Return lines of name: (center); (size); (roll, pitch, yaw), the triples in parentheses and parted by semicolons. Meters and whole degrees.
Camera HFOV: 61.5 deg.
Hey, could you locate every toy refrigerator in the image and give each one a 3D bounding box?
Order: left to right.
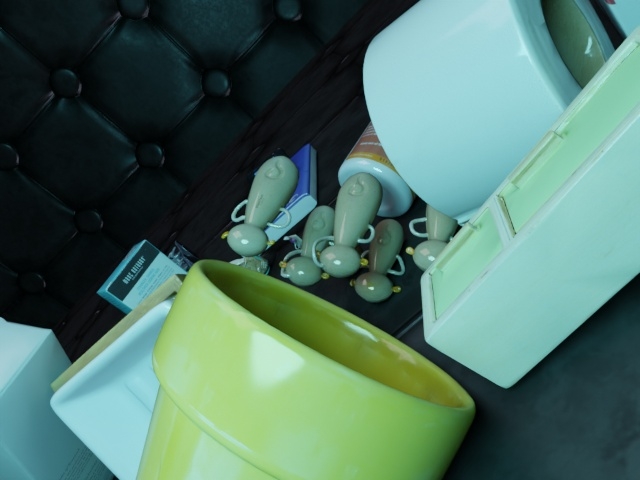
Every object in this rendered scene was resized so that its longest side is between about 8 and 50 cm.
toy refrigerator: (0.189, -0.020, 0.416); (0.269, 0.094, 0.102); (-55, 9, 28)

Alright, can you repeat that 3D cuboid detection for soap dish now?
soap dish: (-0.197, 0.199, 0.727); (0.291, 0.229, 0.118); (-38, 6, 24)

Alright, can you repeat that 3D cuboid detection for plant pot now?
plant pot: (-0.039, 0.176, 0.449); (0.239, 0.254, 0.254); (-64, 21, 3)

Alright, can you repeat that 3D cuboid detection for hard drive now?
hard drive: (-0.094, -0.102, 1.289); (0.210, 0.040, 0.318); (-40, 22, 19)

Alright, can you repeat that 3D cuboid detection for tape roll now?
tape roll: (0.188, -0.160, 0.563); (0.169, 0.246, 0.246); (-26, 30, 45)

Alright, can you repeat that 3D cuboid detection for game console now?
game console: (-0.118, -0.138, 1.246); (0.122, 0.107, 0.071); (-37, -5, 24)

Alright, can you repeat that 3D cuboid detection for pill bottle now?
pill bottle: (0.128, -0.151, 0.834); (0.121, 0.121, 0.216); (-10, 42, 58)

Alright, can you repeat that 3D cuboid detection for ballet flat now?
ballet flat: (-0.193, 0.089, 1.107); (0.206, 0.067, 0.073); (-40, 23, 21)

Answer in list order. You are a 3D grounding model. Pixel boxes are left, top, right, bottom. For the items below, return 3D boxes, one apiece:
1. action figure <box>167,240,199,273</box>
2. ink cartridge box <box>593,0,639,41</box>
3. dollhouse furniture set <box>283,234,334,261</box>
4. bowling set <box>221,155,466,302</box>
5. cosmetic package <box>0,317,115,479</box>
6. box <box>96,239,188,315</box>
action figure: (-0.435, 0.146, 1.442); (0.285, 0.099, 0.185); (-49, 26, 5)
ink cartridge box: (0.362, -0.360, 0.641); (0.114, 0.197, 0.273); (-33, 26, 31)
dollhouse furniture set: (0.000, 0.000, 0.869); (0.114, 0.081, 0.091); (-12, 41, 57)
bowling set: (0.040, 0.022, 0.697); (0.287, 0.200, 0.154); (9, 53, 14)
cosmetic package: (-0.470, 0.291, 0.834); (0.197, 0.365, 0.155); (6, 43, 13)
box: (-0.226, 0.116, 0.874); (0.060, 0.244, 0.100); (-16, 37, 53)
